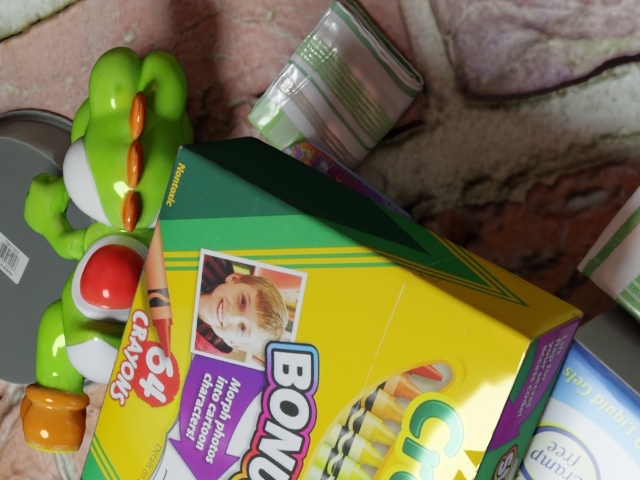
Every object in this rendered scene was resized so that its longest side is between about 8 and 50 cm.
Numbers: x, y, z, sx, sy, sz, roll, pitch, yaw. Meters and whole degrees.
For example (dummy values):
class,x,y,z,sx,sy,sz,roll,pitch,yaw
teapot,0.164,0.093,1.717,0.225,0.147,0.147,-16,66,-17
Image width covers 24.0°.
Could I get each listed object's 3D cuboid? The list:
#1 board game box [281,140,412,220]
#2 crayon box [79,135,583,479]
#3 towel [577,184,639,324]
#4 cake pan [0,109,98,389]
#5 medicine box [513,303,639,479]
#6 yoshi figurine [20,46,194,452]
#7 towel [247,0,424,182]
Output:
class,x,y,z,sx,sy,sz,roll,pitch,yaw
board game box,0.000,0.000,1.320,0.168,0.033,0.133,38,122,14
crayon box,-0.013,0.149,1.153,0.313,0.106,0.363,30,113,27
towel,0.374,0.035,1.070,0.325,0.038,0.248,42,108,20
cake pan,-0.298,0.017,1.518,0.293,0.054,0.293,7,104,32
medicine box,0.233,0.242,1.164,0.263,0.149,0.289,43,119,18
yoshi figurine,-0.174,0.005,1.366,0.203,0.203,0.362,17,103,44
towel,0.009,-0.122,1.306,0.113,0.023,0.152,50,122,15
